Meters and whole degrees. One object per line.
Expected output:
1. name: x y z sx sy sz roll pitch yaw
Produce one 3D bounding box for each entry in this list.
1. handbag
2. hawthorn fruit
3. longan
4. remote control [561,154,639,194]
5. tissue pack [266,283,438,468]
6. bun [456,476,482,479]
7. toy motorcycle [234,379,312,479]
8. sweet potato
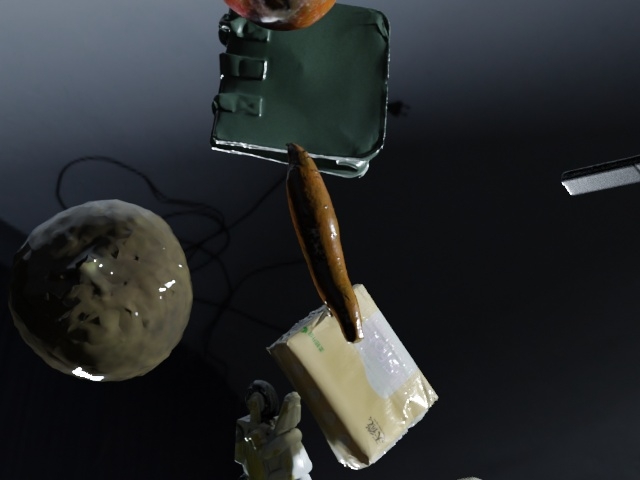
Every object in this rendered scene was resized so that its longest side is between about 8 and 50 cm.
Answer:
1. handbag: -0.031 -0.234 1.230 0.260 0.248 0.079 8 166 -9
2. hawthorn fruit: -0.050 -0.360 1.084 0.172 0.173 0.173 -3 136 -3
3. longan: -0.456 0.106 1.772 0.391 0.391 0.391 -3 136 -3
4. remote control: 0.571 -0.129 1.580 0.063 0.025 0.245 41 151 -23
5. tissue pack: 0.050 0.197 1.221 0.222 0.186 0.090 56 143 2
6. bun: 0.205 0.427 1.242 0.094 0.138 0.138 -2 136 0
7. toy motorcycle: -0.070 0.329 1.264 0.074 0.151 0.229 -8 113 -49
8. sweet potato: 0.001 0.000 1.008 0.057 0.265 0.057 -17 168 -4
